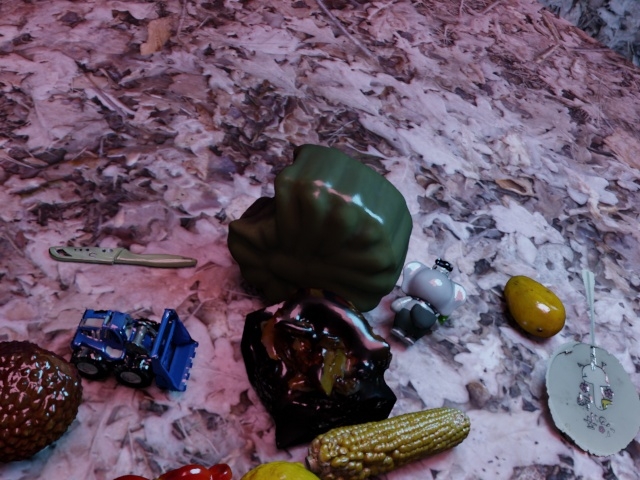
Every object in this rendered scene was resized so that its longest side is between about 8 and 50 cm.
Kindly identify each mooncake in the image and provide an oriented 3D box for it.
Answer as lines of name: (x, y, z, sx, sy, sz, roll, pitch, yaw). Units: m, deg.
mooncake: (0.000, 0.000, 1.323, 0.352, 0.351, 0.187, 20, 41, 2)

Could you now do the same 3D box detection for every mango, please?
mango: (0.466, 0.141, 1.503, 0.115, 0.089, 0.165, -15, 52, -36)

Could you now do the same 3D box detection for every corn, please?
corn: (0.120, 0.355, 1.196, 0.320, 0.097, 0.097, -7, 51, -25)

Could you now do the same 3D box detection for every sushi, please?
sushi: (0.002, 0.205, 1.217, 0.216, 0.212, 0.227, -6, 47, -24)

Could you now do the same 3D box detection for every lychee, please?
lychee: (-0.468, 0.253, 1.064, 0.188, 0.188, 0.188, 9, 46, -9)

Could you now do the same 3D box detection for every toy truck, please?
toy truck: (-0.323, 0.181, 1.199, 0.208, 0.126, 0.113, 13, 46, -6)

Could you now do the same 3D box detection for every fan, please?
fan: (0.570, 0.245, 1.431, 0.233, 0.012, 0.414, 21, 58, -13)

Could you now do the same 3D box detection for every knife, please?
knife: (-0.399, 0.032, 1.390, 0.293, 0.019, 0.043, 3, 50, -13)

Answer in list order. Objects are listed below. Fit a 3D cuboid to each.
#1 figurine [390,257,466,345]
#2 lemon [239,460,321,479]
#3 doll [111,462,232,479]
figurine: (0.215, 0.122, 1.414, 0.147, 0.126, 0.192, 34, 79, 0)
lemon: (-0.068, 0.426, 1.015, 0.181, 0.180, 0.193, 6, 43, -12)
doll: (-0.279, 0.421, 0.955, 0.363, 0.160, 0.183, -27, 17, -31)
